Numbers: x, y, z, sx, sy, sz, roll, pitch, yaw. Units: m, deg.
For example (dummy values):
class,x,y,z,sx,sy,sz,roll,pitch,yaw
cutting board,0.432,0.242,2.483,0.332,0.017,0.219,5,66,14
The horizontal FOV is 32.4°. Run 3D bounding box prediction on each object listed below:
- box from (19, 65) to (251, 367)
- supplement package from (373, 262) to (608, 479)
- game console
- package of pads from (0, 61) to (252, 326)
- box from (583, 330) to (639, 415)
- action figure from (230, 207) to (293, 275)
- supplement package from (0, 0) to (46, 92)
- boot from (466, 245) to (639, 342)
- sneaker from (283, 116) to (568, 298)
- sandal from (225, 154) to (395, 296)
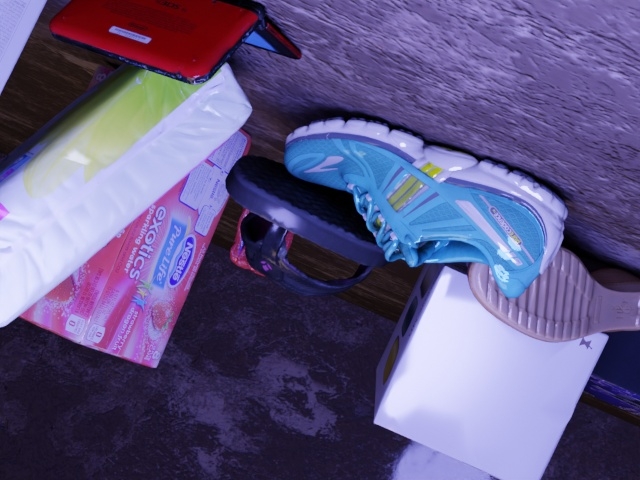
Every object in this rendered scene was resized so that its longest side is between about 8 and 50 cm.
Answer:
class,x,y,z,sx,sy,sz,roll,pitch,yaw
box,-0.219,-0.026,1.257,0.142,0.299,0.154,18,173,30
supplement package,0.192,0.138,1.324,0.198,0.199,0.262,24,-173,1
game console,-0.107,-0.150,0.835,0.144,0.124,0.085,21,146,24
package of pads,-0.217,-0.059,0.997,0.101,0.296,0.229,52,168,-17
box,0.400,0.160,1.434,0.184,0.103,0.261,26,174,5
action figure,-0.086,-0.030,1.760,0.092,0.139,0.280,22,-164,-7
supplement package,-0.354,-0.157,0.933,0.139,0.244,0.134,30,171,-39
boot,0.204,0.044,1.112,0.249,0.090,0.207,12,-178,-29
sneaker,0.077,-0.034,0.974,0.275,0.109,0.107,21,173,27
sandal,0.002,0.001,1.177,0.168,0.107,0.446,32,-174,12
